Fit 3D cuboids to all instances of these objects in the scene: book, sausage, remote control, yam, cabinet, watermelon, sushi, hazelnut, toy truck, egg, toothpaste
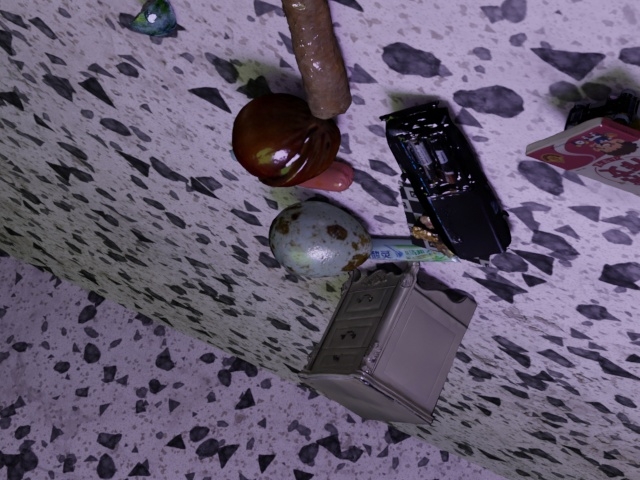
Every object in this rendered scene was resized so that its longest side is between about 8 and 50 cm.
[{"bbox_3d":[0.436,-0.116,1.282,0.232,0.022,0.162,17,165,-23],"label":"book"},{"bbox_3d":[-0.002,-0.133,1.795,0.154,0.062,0.062,11,153,36],"label":"sausage"},{"bbox_3d":[0.234,-0.090,1.577,0.145,0.062,0.398,-12,140,24],"label":"remote control"},{"bbox_3d":[-0.010,-0.314,1.383,0.081,0.081,0.356,20,159,19],"label":"yam"},{"bbox_3d":[0.156,0.234,2.091,0.227,0.317,0.290,34,158,-21],"label":"cabinet"},{"bbox_3d":[-0.292,-0.399,1.575,0.085,0.085,0.061,82,163,-64],"label":"watermelon"},{"bbox_3d":[0.243,-0.015,1.768,0.193,0.040,0.210,17,149,23],"label":"sushi"},{"bbox_3d":[-0.056,-0.185,1.608,0.204,0.177,0.178,22,166,-38],"label":"hazelnut"},{"bbox_3d":[0.409,-0.167,1.253,0.063,0.052,0.123,33,157,-30],"label":"toy truck"},{"bbox_3d":[0.000,0.000,1.951,0.231,0.169,0.169,10,156,6],"label":"egg"},{"bbox_3d":[0.172,0.020,1.964,0.297,0.048,0.074,1,139,42],"label":"toothpaste"}]

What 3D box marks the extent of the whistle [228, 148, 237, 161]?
[{"bbox_3d":[-0.153,-0.178,1.907,0.100,0.035,0.035,19,157,17],"label":"whistle"}]
